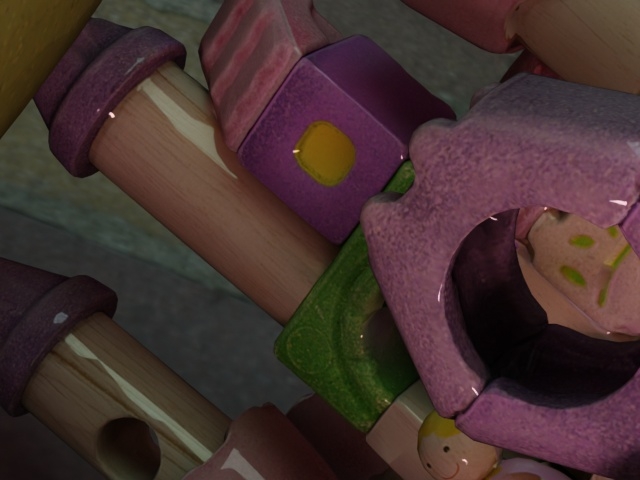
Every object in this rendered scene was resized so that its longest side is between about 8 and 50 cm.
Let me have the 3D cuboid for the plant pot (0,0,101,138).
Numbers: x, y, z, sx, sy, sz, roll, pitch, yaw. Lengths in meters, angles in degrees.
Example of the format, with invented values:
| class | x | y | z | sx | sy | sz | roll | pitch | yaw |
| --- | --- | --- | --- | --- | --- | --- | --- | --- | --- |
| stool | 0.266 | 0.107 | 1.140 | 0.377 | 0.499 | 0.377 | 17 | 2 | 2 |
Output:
| class | x | y | z | sx | sy | sz | roll | pitch | yaw |
| --- | --- | --- | --- | --- | --- | --- | --- | --- | --- |
| plant pot | -0.160 | -0.105 | 0.451 | 0.274 | 0.275 | 0.294 | 19 | 53 | -10 |

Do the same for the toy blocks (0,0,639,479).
| class | x | y | z | sx | sy | sz | roll | pitch | yaw |
| --- | --- | --- | --- | --- | --- | --- | --- | --- | --- |
| toy blocks | 0.000 | 0.000 | 0.535 | 0.260 | 0.289 | 0.309 | 41 | 30 | 9 |
